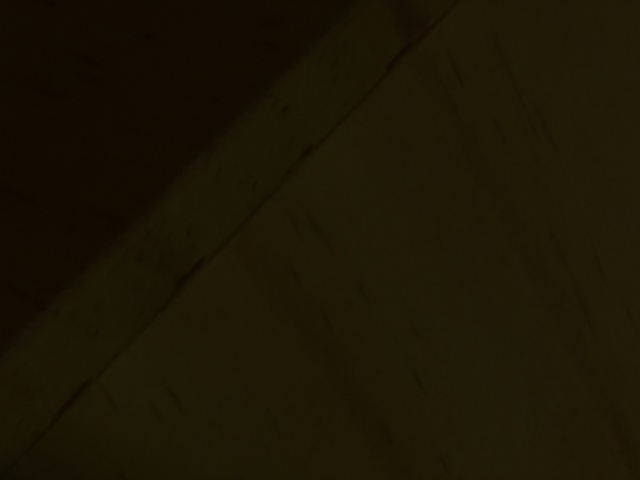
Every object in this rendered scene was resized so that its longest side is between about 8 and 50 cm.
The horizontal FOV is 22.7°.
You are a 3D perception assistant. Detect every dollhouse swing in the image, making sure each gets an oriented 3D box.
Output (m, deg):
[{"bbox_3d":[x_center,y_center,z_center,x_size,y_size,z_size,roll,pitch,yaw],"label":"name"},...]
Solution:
[{"bbox_3d":[0.000,0.000,0.524,0.315,0.347,0.305,29,158,38],"label":"dollhouse swing"}]
